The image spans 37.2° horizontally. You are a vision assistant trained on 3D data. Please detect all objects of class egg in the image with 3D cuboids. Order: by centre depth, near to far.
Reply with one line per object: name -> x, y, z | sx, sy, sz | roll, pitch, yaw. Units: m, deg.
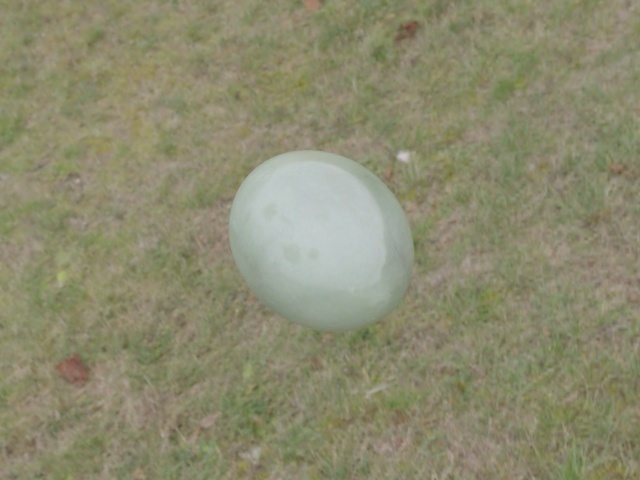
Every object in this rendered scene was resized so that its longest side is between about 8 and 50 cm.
egg -> 0.000, 0.000, 1.041 | 0.186, 0.187, 0.253 | -32, 40, -10
